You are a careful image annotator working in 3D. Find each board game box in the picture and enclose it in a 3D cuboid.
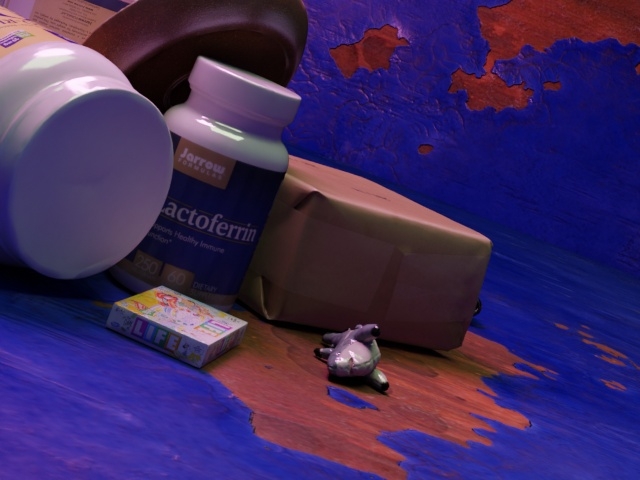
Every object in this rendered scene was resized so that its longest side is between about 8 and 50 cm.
[{"bbox_3d":[-0.143,0.085,1.455,0.103,0.026,0.154,23,9,8],"label":"board game box"}]

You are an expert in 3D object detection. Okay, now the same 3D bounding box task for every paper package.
[{"bbox_3d":[0.000,0.000,1.863,0.325,0.168,0.309,13,11,-41],"label":"paper package"}]

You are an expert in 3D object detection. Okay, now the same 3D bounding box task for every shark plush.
[{"bbox_3d":[0.024,0.115,1.600,0.067,0.073,0.161,-11,22,-11],"label":"shark plush"}]

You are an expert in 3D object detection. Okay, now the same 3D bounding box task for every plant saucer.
[{"bbox_3d":[-0.149,-0.190,1.678,0.311,0.311,0.050,10,47,-53],"label":"plant saucer"}]

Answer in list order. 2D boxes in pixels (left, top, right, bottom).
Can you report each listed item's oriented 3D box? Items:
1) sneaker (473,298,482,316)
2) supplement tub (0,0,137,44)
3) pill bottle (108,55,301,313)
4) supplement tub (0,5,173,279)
[{"bbox_3d":[0.175,0.075,2.180,0.152,0.058,0.084,26,-1,-11],"label":"sneaker"},{"bbox_3d":[-0.322,-0.205,1.833,0.228,0.316,0.228,21,9,-3],"label":"supplement tub"},{"bbox_3d":[-0.126,-0.061,1.602,0.153,0.264,0.153,21,9,-4],"label":"pill bottle"},{"bbox_3d":[-0.337,-0.115,1.505,0.331,0.241,0.241,28,11,37],"label":"supplement tub"}]
